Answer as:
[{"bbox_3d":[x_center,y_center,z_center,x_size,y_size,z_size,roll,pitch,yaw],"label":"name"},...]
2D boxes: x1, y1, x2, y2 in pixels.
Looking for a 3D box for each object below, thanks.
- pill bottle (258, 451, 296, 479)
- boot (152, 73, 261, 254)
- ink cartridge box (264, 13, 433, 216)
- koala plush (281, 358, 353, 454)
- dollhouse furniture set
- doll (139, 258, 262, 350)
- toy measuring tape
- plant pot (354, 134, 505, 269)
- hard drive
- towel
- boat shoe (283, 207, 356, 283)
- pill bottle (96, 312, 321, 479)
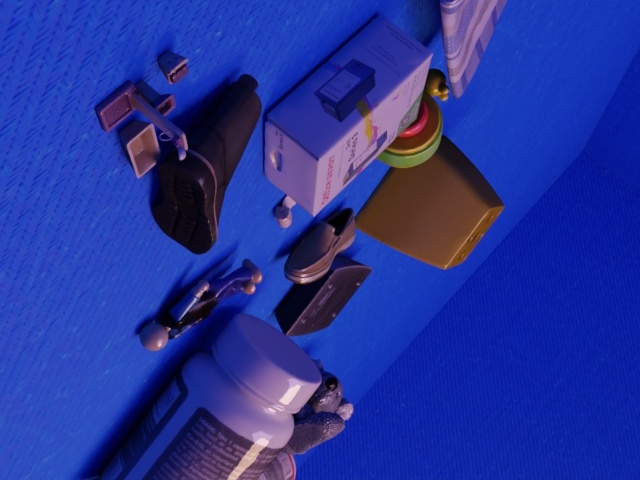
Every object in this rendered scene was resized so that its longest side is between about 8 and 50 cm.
[{"bbox_3d":[-0.190,0.563,2.040,0.161,0.161,0.283,-58,163,25],"label":"pill bottle"},{"bbox_3d":[-0.111,-0.075,0.961,0.137,0.077,0.198,-59,180,-26],"label":"boot"},{"bbox_3d":[0.032,-0.153,1.122,0.212,0.093,0.154,-43,164,-20],"label":"ink cartridge box"},{"bbox_3d":[-0.030,0.359,2.002,0.203,0.196,0.221,-47,170,36],"label":"koala plush"},{"bbox_3d":[-0.133,-0.094,0.814,0.091,0.081,0.114,-45,164,-19],"label":"dollhouse furniture set"},{"bbox_3d":[-0.166,0.088,1.212,0.189,0.046,0.129,-32,167,-33],"label":"doll"},{"bbox_3d":[0.080,-0.120,1.295,0.330,0.121,0.121,-47,164,-10],"label":"toy measuring tape"},{"bbox_3d":[0.220,-0.061,1.688,0.212,0.187,0.212,-54,164,17],"label":"plant pot"},{"bbox_3d":[0.006,0.102,1.716,0.172,0.054,0.255,-53,164,10],"label":"hard drive"},{"bbox_3d":[0.217,-0.335,1.208,0.209,0.034,0.285,-65,164,-10],"label":"towel"},{"bbox_3d":[0.000,0.000,1.465,0.190,0.068,0.072,-47,155,-50],"label":"boat shoe"},{"bbox_3d":[-0.172,0.305,1.404,0.361,0.204,0.204,-52,165,9],"label":"pill bottle"}]
